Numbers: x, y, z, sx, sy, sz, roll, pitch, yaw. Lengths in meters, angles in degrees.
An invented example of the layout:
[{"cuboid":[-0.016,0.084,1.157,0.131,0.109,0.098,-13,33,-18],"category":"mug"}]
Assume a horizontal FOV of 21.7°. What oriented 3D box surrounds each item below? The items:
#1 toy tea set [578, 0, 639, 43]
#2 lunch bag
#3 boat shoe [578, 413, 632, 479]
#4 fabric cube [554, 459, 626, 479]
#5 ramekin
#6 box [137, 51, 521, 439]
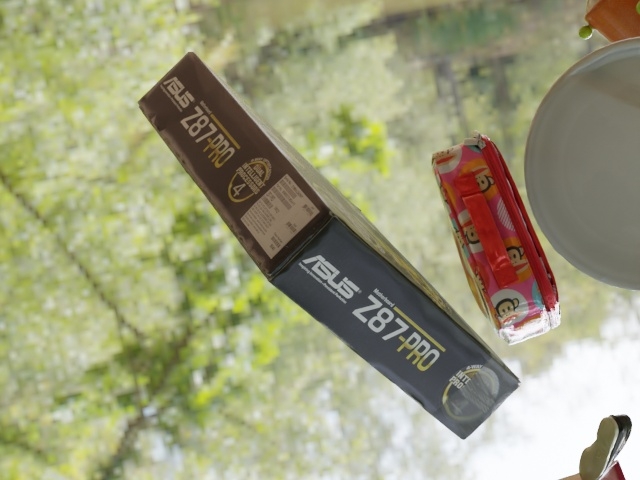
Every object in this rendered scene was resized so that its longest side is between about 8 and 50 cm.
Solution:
[{"cuboid":[0.497,-0.391,2.307,0.336,0.124,0.200,-39,176,-29],"category":"toy tea set"},{"cuboid":[0.250,-0.004,2.418,0.120,0.293,0.258,-22,165,5],"category":"lunch bag"},{"cuboid":[0.416,0.305,2.430,0.042,0.133,0.049,-8,-136,-32],"category":"boat shoe"},{"cuboid":[0.355,0.515,2.570,0.258,0.254,0.259,-21,176,25],"category":"fabric cube"},{"cuboid":[0.363,-0.088,1.802,0.273,0.273,0.127,-9,-174,19],"category":"ramekin"},{"cuboid":[0.000,0.000,1.689,0.097,0.318,0.395,-44,-144,3],"category":"box"}]
